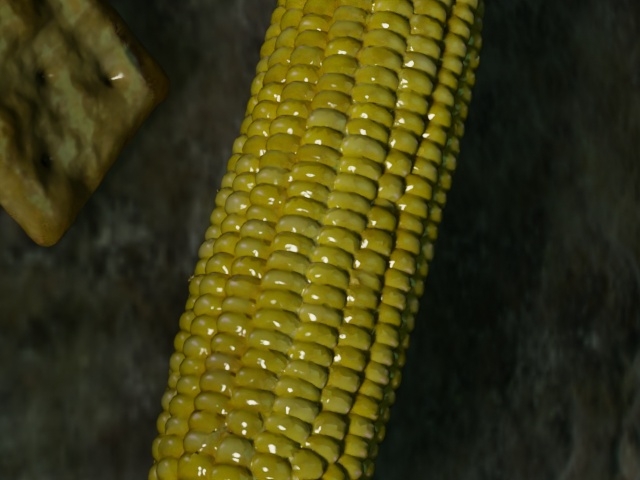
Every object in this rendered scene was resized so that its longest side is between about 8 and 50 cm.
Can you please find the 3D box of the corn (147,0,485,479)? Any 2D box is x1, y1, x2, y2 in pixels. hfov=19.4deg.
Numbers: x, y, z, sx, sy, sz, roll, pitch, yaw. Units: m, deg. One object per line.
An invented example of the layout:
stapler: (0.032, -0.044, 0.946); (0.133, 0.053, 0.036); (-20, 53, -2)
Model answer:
corn: (0.000, 0.000, 0.649); (0.081, 0.081, 0.248); (33, 64, -40)

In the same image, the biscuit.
biscuit: (-0.091, -0.053, 0.603); (0.083, 0.018, 0.081); (54, 52, -28)
